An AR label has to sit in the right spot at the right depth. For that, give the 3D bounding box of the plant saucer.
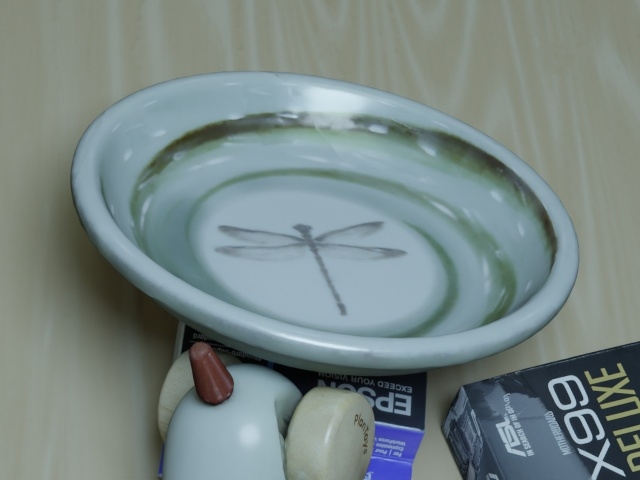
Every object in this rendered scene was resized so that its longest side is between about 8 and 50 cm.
[{"bbox_3d":[0.000,0.000,1.197,0.400,0.100,0.400,9,32,-5],"label":"plant saucer"}]

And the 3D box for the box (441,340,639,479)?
[{"bbox_3d":[0.264,0.231,1.177,0.242,0.076,0.307,-10,58,-19],"label":"box"}]

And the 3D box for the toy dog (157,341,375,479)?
[{"bbox_3d":[-0.086,0.203,1.025,0.220,0.161,0.333,-11,55,20],"label":"toy dog"}]

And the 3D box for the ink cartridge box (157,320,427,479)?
[{"bbox_3d":[-0.017,0.108,1.223,0.206,0.045,0.208,10,55,-6],"label":"ink cartridge box"}]
